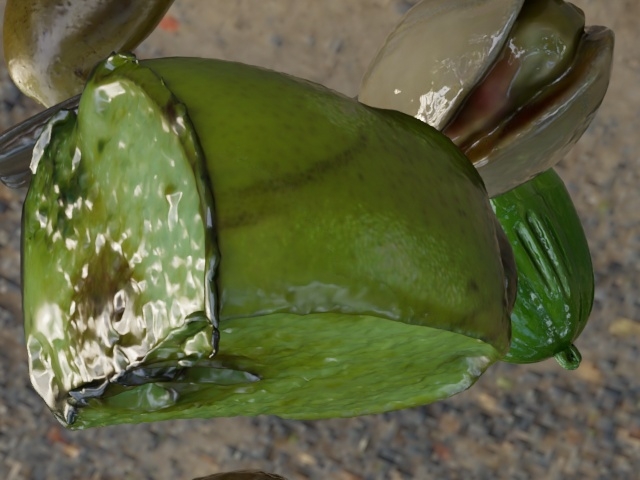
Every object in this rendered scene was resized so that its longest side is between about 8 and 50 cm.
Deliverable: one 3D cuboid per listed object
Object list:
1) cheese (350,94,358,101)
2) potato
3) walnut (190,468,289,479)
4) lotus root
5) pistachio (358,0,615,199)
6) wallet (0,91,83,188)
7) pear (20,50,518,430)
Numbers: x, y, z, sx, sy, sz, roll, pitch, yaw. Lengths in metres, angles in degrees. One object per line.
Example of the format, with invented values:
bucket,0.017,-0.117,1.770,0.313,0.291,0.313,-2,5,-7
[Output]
cheese,0.119,-0.053,2.140,0.318,0.326,0.115,59,163,-7
potato,-0.238,-0.318,1.881,0.195,0.369,0.176,27,176,-4
walnut,-0.091,0.318,1.441,0.257,0.224,0.257,-11,137,-10
lotus root,0.182,0.046,1.512,0.186,0.186,0.186,19,150,11
pistachio,0.099,-0.093,1.040,0.144,0.144,0.215,31,160,-9
wallet,-0.204,-0.080,1.317,0.038,0.118,0.152,63,178,3
pear,0.000,0.000,0.848,0.255,0.164,0.238,2,162,-26
